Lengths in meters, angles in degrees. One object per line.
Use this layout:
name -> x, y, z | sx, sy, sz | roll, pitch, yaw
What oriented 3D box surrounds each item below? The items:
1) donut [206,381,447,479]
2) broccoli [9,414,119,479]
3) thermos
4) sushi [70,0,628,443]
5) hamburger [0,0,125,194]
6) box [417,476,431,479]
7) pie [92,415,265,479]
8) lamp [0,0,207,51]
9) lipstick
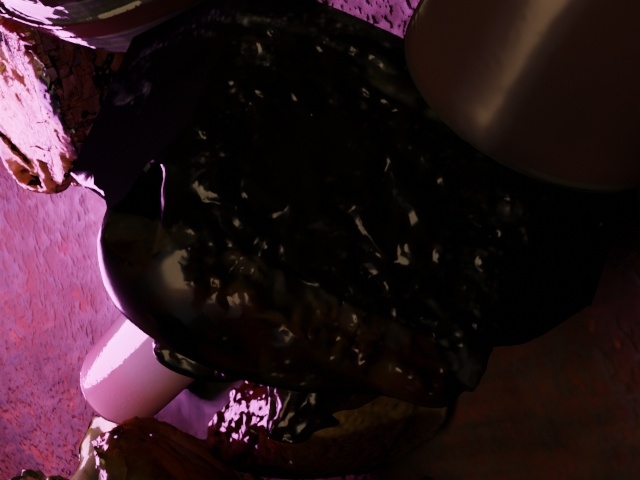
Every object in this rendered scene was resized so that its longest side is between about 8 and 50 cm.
donut -> 0.001, 0.101, 1.050 | 0.151, 0.112, 0.295 | 49, 144, 34
broccoli -> -0.165, 0.275, 1.367 | 0.288, 0.248, 0.245 | 112, 165, -60
thermos -> 0.149, -0.173, 0.660 | 0.176, 0.146, 0.265 | -105, 30, -43
sushi -> -0.001, 0.000, 0.825 | 0.227, 0.212, 0.215 | 30, 158, -26
hamburger -> -0.240, -0.146, 1.275 | 0.231, 0.107, 0.231 | 34, 138, 38
box -> 0.090, 0.282, 1.090 | 0.055, 0.039, 0.218 | 18, 123, 53
pie -> -0.065, 0.232, 1.128 | 0.308, 0.085, 0.308 | 37, 179, 1
lamp -> -0.119, -0.231, 0.938 | 0.265, 0.233, 0.233 | 2, 111, 37
lipstick -> -0.114, 0.067, 1.223 | 0.087, 0.087, 0.327 | 62, 148, 11
